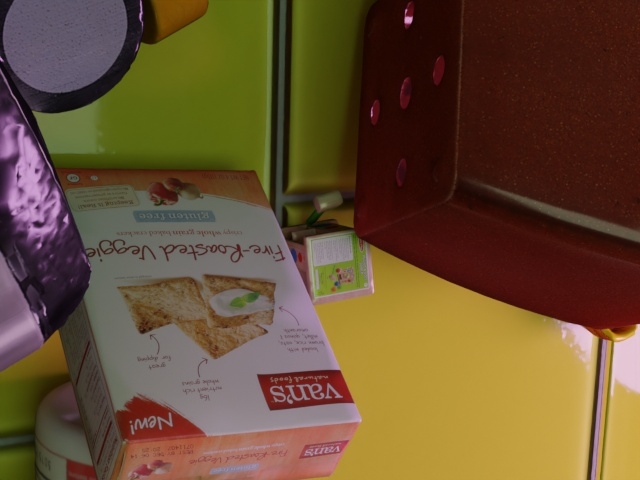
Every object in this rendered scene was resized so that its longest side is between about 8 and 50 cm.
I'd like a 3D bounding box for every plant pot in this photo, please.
[{"bbox_3d":[0.165,-0.087,0.851,0.236,0.267,0.267,7,80,-19],"label":"plant pot"}]

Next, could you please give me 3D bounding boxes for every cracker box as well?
[{"bbox_3d":[-0.088,0.052,0.796,0.156,0.232,0.067,-1,137,-27],"label":"cracker box"}]

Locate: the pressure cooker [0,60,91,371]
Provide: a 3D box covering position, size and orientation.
[{"bbox_3d":[-0.365,-0.008,0.564,0.420,0.370,0.375,-32,155,-16],"label":"pressure cooker"}]

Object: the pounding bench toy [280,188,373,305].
[{"bbox_3d":[0.000,0.000,0.920,0.052,0.065,0.083,-10,102,-24],"label":"pounding bench toy"}]

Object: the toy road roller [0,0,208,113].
[{"bbox_3d":[-0.149,-0.257,0.655,0.241,0.202,0.329,-33,133,-16],"label":"toy road roller"}]

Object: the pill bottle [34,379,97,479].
[{"bbox_3d":[-0.122,0.248,0.863,0.161,0.161,0.283,-3,104,-26],"label":"pill bottle"}]

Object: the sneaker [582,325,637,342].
[{"bbox_3d":[0.253,0.004,1.048,0.064,0.067,0.175,-18,108,-20],"label":"sneaker"}]
